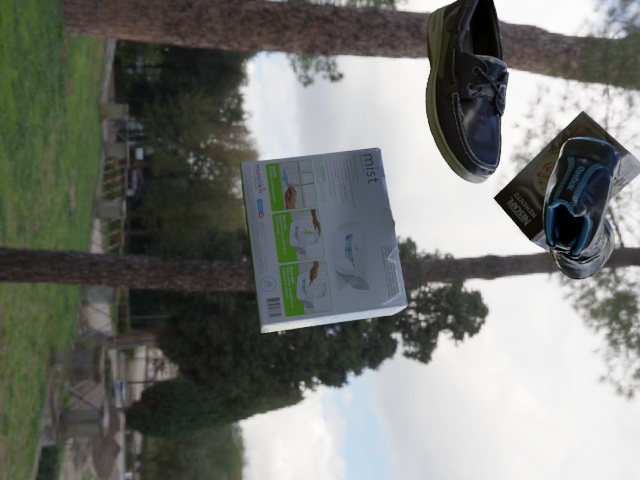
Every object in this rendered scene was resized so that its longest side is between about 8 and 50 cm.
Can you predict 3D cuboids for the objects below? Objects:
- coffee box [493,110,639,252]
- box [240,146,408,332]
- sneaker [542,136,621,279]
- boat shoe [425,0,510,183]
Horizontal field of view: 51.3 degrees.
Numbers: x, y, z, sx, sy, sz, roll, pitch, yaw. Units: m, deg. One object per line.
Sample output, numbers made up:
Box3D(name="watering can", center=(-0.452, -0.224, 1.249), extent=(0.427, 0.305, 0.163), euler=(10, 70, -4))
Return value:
Box3D(name="coffee box", center=(0.494, -0.114, 1.338), extent=(0.246, 0.098, 0.141), euler=(-48, -132, 21))
Box3D(name="box", center=(0.000, 0.000, 1.072), extent=(0.127, 0.231, 0.261), euler=(112, -31, -76))
Box3D(name="sneaker", center=(0.424, -0.020, 1.139), extent=(0.139, 0.125, 0.341), euler=(-56, 145, -23))
Box3D(name="boat shoe", center=(0.204, -0.215, 0.890), extent=(0.092, 0.103, 0.285), euler=(-33, -132, 50))
